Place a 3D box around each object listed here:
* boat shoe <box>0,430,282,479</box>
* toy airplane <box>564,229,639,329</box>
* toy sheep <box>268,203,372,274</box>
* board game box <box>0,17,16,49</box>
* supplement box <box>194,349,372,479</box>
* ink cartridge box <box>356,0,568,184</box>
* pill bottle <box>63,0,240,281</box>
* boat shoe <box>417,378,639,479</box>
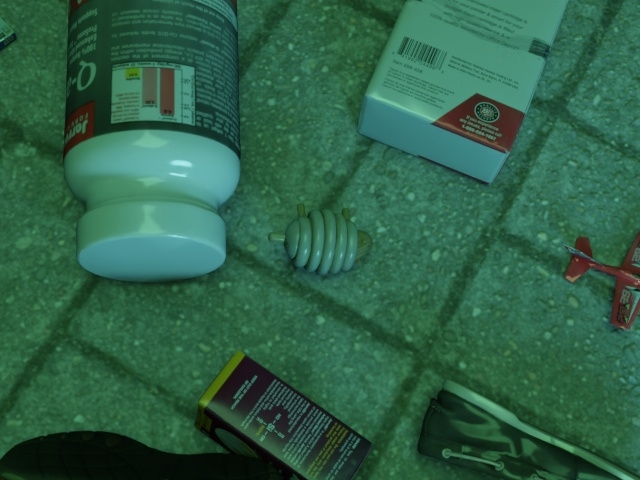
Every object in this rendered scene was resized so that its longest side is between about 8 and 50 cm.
[{"bbox_3d":[-0.201,0.295,1.159,0.324,0.122,0.119,7,107,14],"label":"boat shoe"},{"bbox_3d":[0.378,0.042,1.353,0.151,0.028,0.151,2,69,-5],"label":"toy airplane"},{"bbox_3d":[0.000,0.000,1.306,0.132,0.091,0.091,2,70,-10],"label":"toy sheep"},{"bbox_3d":[-0.466,-0.275,1.394,0.090,0.020,0.090,-40,79,-16],"label":"board game box"},{"bbox_3d":[-0.045,0.222,1.207,0.188,0.104,0.081,34,65,7],"label":"supplement box"},{"bbox_3d":[0.190,-0.241,1.391,0.197,0.114,0.272,23,71,4],"label":"ink cartridge box"},{"bbox_3d":[-0.201,-0.147,1.271,0.210,0.210,0.362,-1,70,-5],"label":"pill bottle"},{"bbox_3d":[0.272,0.276,1.228,0.335,0.112,0.095,27,88,10],"label":"boat shoe"}]
